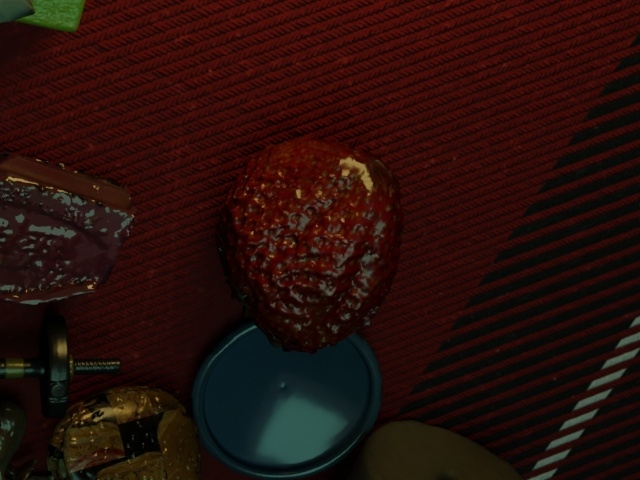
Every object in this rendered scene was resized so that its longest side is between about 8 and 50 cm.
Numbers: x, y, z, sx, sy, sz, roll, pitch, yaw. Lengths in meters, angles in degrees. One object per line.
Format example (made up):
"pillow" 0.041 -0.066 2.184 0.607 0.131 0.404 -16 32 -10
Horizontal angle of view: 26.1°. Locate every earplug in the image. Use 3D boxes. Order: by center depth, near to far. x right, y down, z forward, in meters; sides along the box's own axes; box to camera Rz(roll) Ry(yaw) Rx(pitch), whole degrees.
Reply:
"earplug" 0.134 0.524 2.112 0.313 0.312 0.394 16 113 -23

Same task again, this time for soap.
"soap" -0.404 -0.020 1.786 0.289 0.112 0.182 17 109 -22

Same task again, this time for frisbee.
"frisbee" -0.051 0.225 2.049 0.290 0.049 0.289 -5 114 -11

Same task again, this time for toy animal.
"toy animal" -0.494 0.287 1.943 0.188 0.089 0.179 -40 103 7

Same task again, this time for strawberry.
"strawberry" 0.000 0.000 1.830 0.250 0.238 0.288 19 135 -35

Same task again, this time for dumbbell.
"dumbbell" -0.431 0.172 1.857 0.326 0.143 0.143 0 117 -16

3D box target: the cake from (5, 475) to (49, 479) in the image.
"cake" -0.352 0.410 2.038 0.287 0.098 0.135 -4 117 -9

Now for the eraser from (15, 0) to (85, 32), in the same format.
"eraser" -0.397 -0.371 1.609 0.274 0.092 0.210 11 115 -22

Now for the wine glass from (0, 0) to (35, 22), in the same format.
"wine glass" -0.410 -0.266 1.574 0.155 0.073 0.073 -21 121 -3

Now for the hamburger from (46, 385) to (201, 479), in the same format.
"hamburger" -0.275 0.316 1.961 0.231 0.107 0.230 7 74 -24
